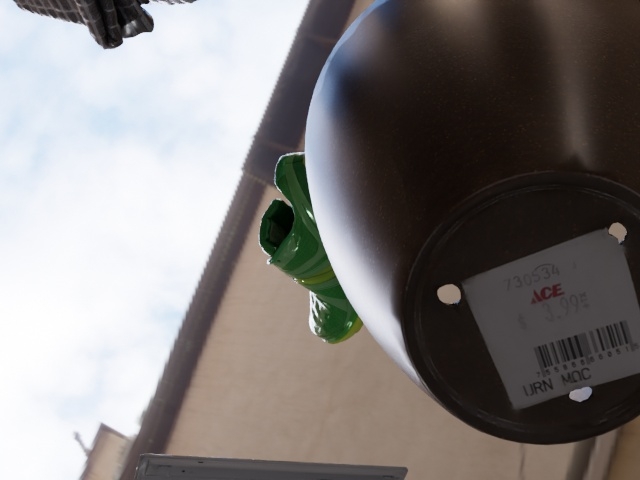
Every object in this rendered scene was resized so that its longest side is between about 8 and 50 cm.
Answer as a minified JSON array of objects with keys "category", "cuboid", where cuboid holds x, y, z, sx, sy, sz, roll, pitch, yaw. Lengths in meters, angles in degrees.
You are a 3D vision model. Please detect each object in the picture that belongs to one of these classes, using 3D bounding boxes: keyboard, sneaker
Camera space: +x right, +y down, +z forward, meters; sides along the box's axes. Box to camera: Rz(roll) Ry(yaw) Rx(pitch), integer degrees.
[{"category":"keyboard","cuboid":[-0.046,0.230,1.014,0.256,0.072,0.014,7,-138,-17]},{"category":"sneaker","cuboid":[0.000,0.000,1.135,0.123,0.296,0.109,5,-128,4]}]

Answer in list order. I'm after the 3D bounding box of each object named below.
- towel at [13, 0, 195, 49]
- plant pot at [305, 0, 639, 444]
[{"category":"towel","cuboid":[-0.273,-0.329,1.062,0.121,0.235,0.284,-46,-49,-24]},{"category":"plant pot","cuboid":[0.091,-0.011,0.495,0.215,0.230,0.215,1,-70,3]}]
